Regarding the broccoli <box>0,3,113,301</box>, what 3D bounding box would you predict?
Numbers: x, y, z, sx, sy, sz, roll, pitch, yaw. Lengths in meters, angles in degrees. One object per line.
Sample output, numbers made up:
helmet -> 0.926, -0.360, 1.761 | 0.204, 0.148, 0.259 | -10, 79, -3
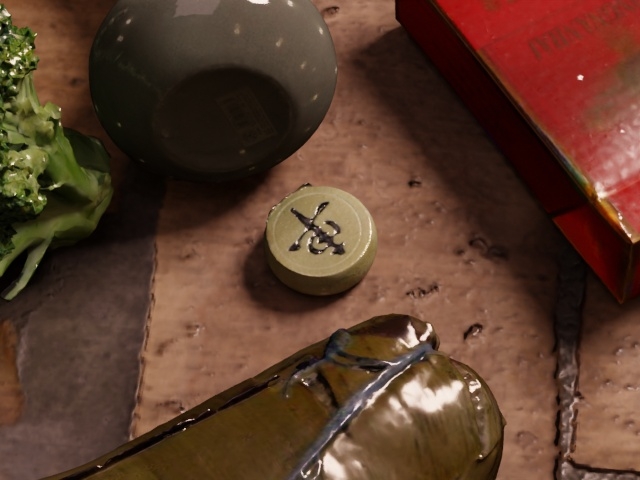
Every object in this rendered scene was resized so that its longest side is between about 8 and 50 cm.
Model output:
broccoli -> -0.259, -0.049, 1.206 | 0.269, 0.241, 0.261 | -45, 47, 29

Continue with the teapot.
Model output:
teapot -> -0.090, -0.173, 1.311 | 0.183, 0.183, 0.251 | -11, 47, -2

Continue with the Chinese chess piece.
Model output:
Chinese chess piece -> 0.000, 0.000, 1.267 | 0.084, 0.034, 0.084 | -2, 59, 3

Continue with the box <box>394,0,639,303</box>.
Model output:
box -> 0.218, -0.127, 1.298 | 0.197, 0.089, 0.313 | -26, 59, -14

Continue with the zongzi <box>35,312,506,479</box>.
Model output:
zongzi -> 0.013, 0.251, 1.029 | 0.356, 0.174, 0.393 | -29, 61, -17
